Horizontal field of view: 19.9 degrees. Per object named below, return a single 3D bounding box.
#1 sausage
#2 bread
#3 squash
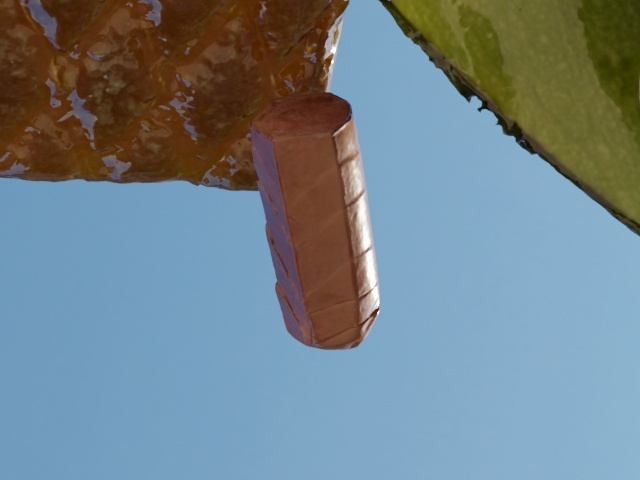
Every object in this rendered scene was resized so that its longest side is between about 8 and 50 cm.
[{"bbox_3d":[0.000,0.000,1.069,0.065,0.065,0.169,-21,-57,-18],"label":"sausage"},{"bbox_3d":[-0.129,-0.191,1.161,0.279,0.207,0.279,1,-43,-11],"label":"bread"},{"bbox_3d":[0.189,-0.109,1.263,0.210,0.233,0.309,-16,-79,25],"label":"squash"}]
